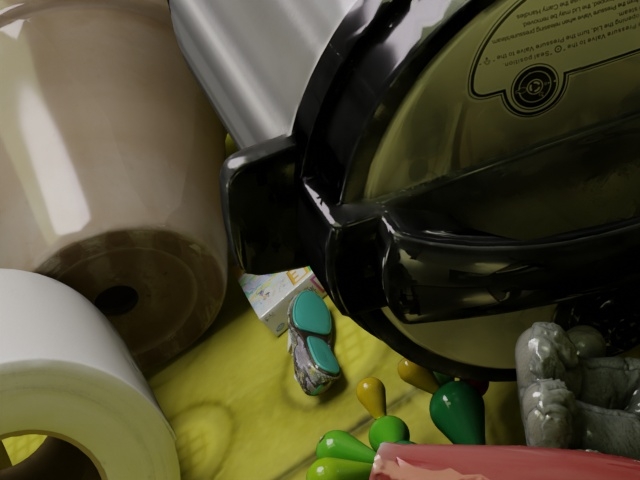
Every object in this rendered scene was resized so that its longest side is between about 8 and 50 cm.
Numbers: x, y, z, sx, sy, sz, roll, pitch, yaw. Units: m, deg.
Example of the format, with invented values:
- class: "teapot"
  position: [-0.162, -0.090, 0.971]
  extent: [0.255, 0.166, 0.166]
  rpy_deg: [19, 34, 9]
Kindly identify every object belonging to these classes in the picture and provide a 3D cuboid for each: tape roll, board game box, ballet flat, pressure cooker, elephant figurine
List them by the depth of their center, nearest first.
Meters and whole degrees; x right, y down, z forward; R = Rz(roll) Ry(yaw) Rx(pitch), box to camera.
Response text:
- class: "elephant figurine"
  position: [0.236, 0.114, 1.083]
  extent: [0.239, 0.186, 0.169]
  rpy_deg: [-7, 75, 3]
- class: "pressure cooker"
  position: [0.126, -0.117, 1.250]
  extent: [0.370, 0.375, 0.420]
  rpy_deg: [-50, 41, 17]
- class: "tape roll"
  position: [-0.245, 0.164, 1.476]
  extent: [0.246, 0.246, 0.169]
  rpy_deg: [-42, 30, 2]
- class: "ballet flat"
  position: [-0.011, 0.084, 1.507]
  extent: [0.041, 0.041, 0.114]
  rpy_deg: [-35, 30, 14]
- class: "board game box"
  position: [0.000, 0.000, 1.604]
  extent: [0.154, 0.026, 0.103]
  rpy_deg: [-41, 31, 4]

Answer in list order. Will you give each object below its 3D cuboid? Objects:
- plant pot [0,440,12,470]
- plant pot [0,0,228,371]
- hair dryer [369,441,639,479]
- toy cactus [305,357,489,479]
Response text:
- class: "plant pot"
  position: [-0.316, 0.210, 1.646]
  extent: [0.134, 0.095, 0.134]
  rpy_deg: [-29, 34, 22]
- class: "plant pot"
  position: [-0.209, -0.040, 1.670]
  extent: [0.323, 0.323, 0.280]
  rpy_deg: [-35, 48, 15]
- class: "hair dryer"
  position: [0.129, 0.213, 0.971]
  extent: [0.223, 0.293, 0.080]
  rpy_deg: [-38, -10, 4]
- class: "toy cactus"
  position: [0.078, 0.165, 1.267]
  extent: [0.180, 0.112, 0.219]
  rpy_deg: [7, 52, 30]
